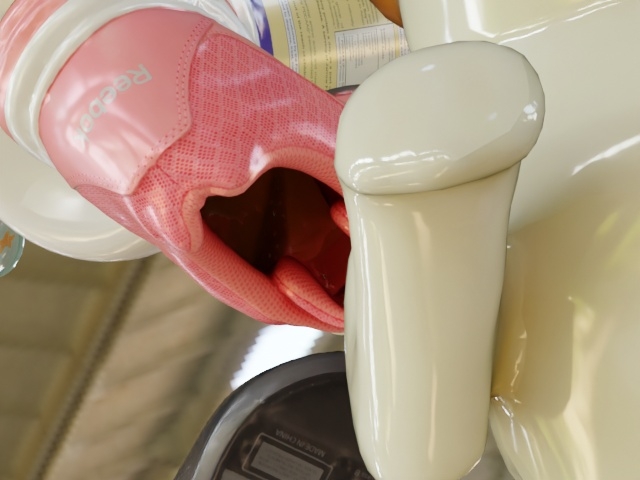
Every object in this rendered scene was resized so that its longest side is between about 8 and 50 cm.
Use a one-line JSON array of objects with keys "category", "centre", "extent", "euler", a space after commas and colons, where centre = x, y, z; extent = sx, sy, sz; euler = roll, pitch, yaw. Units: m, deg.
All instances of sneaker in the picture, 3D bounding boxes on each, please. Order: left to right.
[{"category": "sneaker", "centre": [-0.001, 0.000, 0.796], "extent": [0.116, 0.136, 0.314], "euler": [-49, -37, 12]}]

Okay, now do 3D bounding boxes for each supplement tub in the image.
[{"category": "supplement tub", "centre": [-0.072, -0.127, 1.329], "extent": [0.241, 0.241, 0.331], "euler": [-40, -12, 30]}]

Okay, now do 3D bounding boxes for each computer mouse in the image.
[{"category": "computer mouse", "centre": [-0.046, 0.169, 0.980], "extent": [0.188, 0.072, 0.272], "euler": [32, -87, -15]}]

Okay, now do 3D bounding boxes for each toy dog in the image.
[{"category": "toy dog", "centre": [0.159, -0.006, 0.612], "extent": [0.284, 0.408, 0.395], "euler": [-20, -9, 29]}]

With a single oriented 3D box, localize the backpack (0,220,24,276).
[{"category": "backpack", "centre": [-0.316, -0.065, 1.388], "extent": [0.225, 0.254, 0.191], "euler": [0, 23, 34]}]
